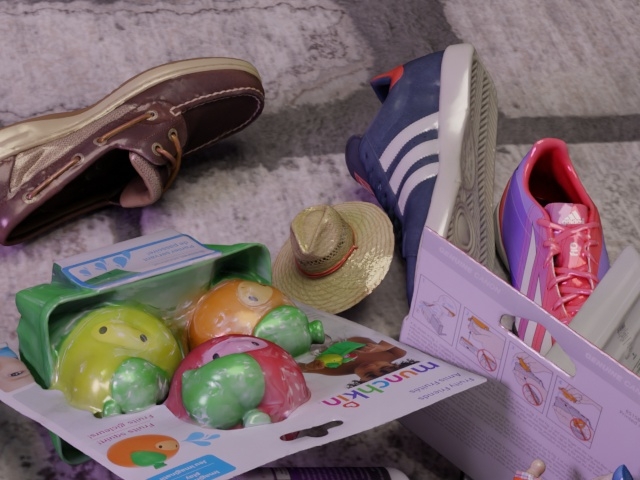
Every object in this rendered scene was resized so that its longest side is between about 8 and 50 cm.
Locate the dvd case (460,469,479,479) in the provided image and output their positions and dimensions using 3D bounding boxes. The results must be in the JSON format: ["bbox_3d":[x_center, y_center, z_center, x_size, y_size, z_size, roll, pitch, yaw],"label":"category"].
[{"bbox_3d":[0.238,0.276,1.648,0.239,0.029,0.179,10,41,0],"label":"dvd case"}]

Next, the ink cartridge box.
[{"bbox_3d":[0.185,0.132,1.594,0.275,0.239,0.060,37,48,27],"label":"ink cartridge box"}]

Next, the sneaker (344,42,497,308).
[{"bbox_3d":[0.095,-0.047,1.935,0.148,0.131,0.350,-10,47,22],"label":"sneaker"}]

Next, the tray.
[{"bbox_3d":[0.286,0.116,1.744,0.030,0.145,0.270,-20,14,34],"label":"tray"}]

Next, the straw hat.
[{"bbox_3d":[0.000,0.000,1.836,0.144,0.061,0.144,-16,46,17],"label":"straw hat"}]

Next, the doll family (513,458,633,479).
[{"bbox_3d":[0.193,0.312,1.501,0.163,0.118,0.263,-15,56,21],"label":"doll family"}]

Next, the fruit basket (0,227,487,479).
[{"bbox_3d":[-0.093,0.102,1.593,0.327,0.165,0.353,-17,18,-34],"label":"fruit basket"}]

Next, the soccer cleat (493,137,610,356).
[{"bbox_3d":[0.244,0.032,1.861,0.109,0.116,0.318,2,42,-12],"label":"soccer cleat"}]

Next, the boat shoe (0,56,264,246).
[{"bbox_3d":[-0.193,-0.082,1.901,0.342,0.123,0.123,-20,58,-27],"label":"boat shoe"}]

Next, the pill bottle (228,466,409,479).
[{"bbox_3d":[0.021,0.244,1.573,0.193,0.108,0.108,1,42,-12],"label":"pill bottle"}]
